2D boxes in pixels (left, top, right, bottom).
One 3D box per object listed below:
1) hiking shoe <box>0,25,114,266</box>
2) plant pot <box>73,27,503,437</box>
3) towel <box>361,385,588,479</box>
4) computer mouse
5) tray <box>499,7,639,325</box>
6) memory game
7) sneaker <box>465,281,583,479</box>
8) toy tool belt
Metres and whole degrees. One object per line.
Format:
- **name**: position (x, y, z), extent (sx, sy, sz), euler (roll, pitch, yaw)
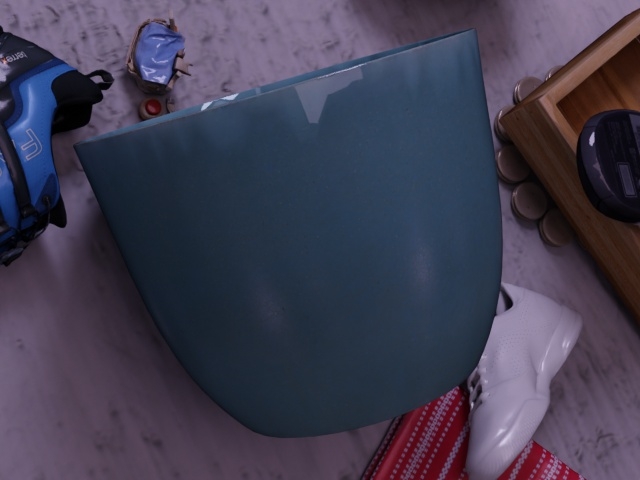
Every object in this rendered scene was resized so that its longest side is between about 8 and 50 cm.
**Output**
- **hiking shoe**: position (-0.249, -0.018, 0.775), extent (0.132, 0.113, 0.304), euler (21, 71, -16)
- **plant pot**: position (0.000, 0.000, 0.789), extent (0.293, 0.293, 0.235), euler (-21, 100, -25)
- **towel**: position (0.154, 0.261, 0.924), extent (0.275, 0.031, 0.199), euler (37, 66, -11)
- **computer mouse**: position (0.312, -0.023, 0.947), extent (0.262, 0.060, 0.184), euler (-8, 79, -37)
- **tray**: position (0.364, -0.007, 1.037), extent (0.203, 0.076, 0.411), euler (-39, 96, -25)
- **memory game**: position (0.246, -0.080, 1.049), extent (0.186, 0.012, 0.186), euler (5, 76, -21)
- **sneaker**: position (0.147, 0.116, 0.922), extent (0.094, 0.080, 0.212), euler (32, 44, 4)
- **toy tool belt**: position (-0.131, -0.141, 0.885), extent (0.052, 0.051, 0.083), euler (9, 75, -20)
